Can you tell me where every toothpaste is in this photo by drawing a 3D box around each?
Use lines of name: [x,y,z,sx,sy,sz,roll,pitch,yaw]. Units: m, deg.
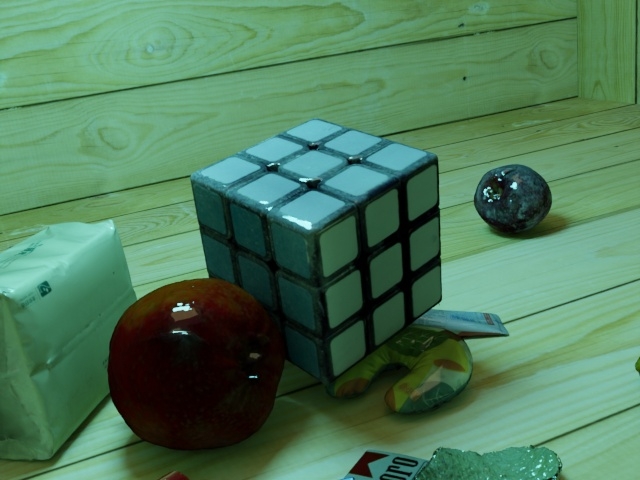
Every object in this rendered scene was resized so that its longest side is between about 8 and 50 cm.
toothpaste: [0.233,0.156,1.532,0.234,0.057,0.089,0,20,-2]

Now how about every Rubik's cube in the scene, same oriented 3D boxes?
Rubik's cube: [0.000,0.000,1.362,0.305,0.301,0.303,22,42,39]

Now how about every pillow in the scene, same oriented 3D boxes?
pillow: [0.138,0.215,1.349,0.233,0.086,0.214,10,35,36]

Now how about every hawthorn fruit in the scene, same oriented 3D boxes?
hawthorn fruit: [-0.212,0.197,1.255,0.307,0.265,0.265,-16,11,32]

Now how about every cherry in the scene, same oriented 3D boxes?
cherry: [0.493,-0.106,2.035,0.195,0.195,0.195,-6,18,2]

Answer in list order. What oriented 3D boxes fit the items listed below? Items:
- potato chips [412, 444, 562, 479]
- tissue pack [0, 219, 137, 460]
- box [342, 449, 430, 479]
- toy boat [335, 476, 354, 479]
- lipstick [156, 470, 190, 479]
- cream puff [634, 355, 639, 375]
potato chips: [0.210,0.309,1.043,0.228,0.059,0.167,0,25,-19]
tissue pack: [-0.480,0.155,1.397,0.207,0.297,0.380,-4,19,15]
box: [0.072,0.340,1.043,0.115,0.036,0.177,3,20,30]
toy boat: [-0.088,0.369,0.939,0.295,0.088,0.129,-17,32,6]
lipstick: [-0.284,0.373,1.030,0.068,0.061,0.274,8,24,44]
cream puff: [0.540,0.198,1.267,0.083,0.058,0.083,-3,20,8]
